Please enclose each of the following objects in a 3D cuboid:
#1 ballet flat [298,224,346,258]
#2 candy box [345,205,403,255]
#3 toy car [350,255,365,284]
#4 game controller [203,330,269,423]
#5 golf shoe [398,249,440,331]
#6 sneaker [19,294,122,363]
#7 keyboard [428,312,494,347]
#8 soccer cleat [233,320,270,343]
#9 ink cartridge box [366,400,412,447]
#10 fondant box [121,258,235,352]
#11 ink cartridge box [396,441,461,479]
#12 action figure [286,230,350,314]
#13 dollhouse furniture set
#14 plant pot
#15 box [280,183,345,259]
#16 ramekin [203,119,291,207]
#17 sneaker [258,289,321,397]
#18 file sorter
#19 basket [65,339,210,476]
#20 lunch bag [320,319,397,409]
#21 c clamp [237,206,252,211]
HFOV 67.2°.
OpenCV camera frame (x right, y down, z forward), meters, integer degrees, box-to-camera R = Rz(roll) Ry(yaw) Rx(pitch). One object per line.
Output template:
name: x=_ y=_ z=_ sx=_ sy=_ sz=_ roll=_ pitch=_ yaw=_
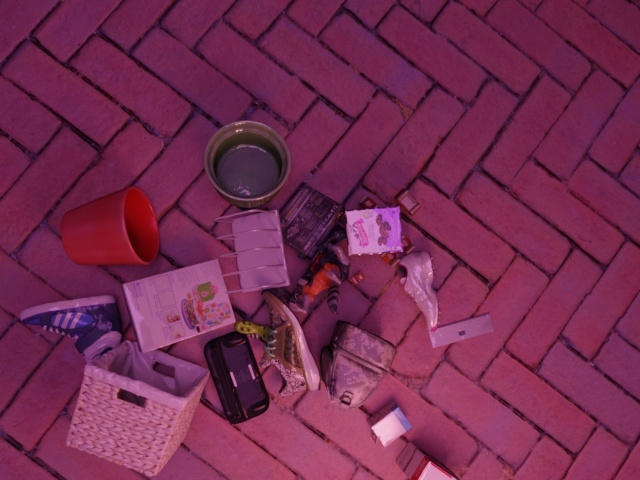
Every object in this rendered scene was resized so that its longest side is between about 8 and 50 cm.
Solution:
ballet flat: x=0.000 y=0.000 z=1.814 sx=0.203 sy=0.074 sz=0.074 roll=-27 pitch=88 yaw=-1
candy box: x=0.190 y=-0.034 z=1.729 sx=0.196 sy=0.070 sz=0.165 roll=-5 pitch=93 yaw=3
toy car: x=0.131 y=0.106 z=1.825 sx=0.060 sy=0.040 sz=0.122 roll=-19 pitch=88 yaw=-7
game controller: x=-0.303 y=0.496 z=1.753 sx=0.166 sy=0.067 sz=0.319 roll=-19 pitch=88 yaw=-21
golf shoe: x=0.372 y=0.193 z=1.817 sx=0.140 sy=0.115 sz=0.306 roll=-8 pitch=79 yaw=4
sneaker: x=-0.857 y=0.328 z=1.669 sx=0.322 sy=0.130 sz=0.236 roll=-9 pitch=82 yaw=-11
keyboard: x=0.544 y=0.348 z=1.861 sx=0.256 sy=0.014 sz=0.072 roll=-14 pitch=92 yaw=-6
soccer cleat: x=-0.233 y=0.334 z=1.767 sx=0.179 sy=0.072 sz=0.060 roll=26 pitch=70 yaw=-24
ink cartridge box: x=0.243 y=0.676 z=1.765 sx=0.143 sy=0.092 sz=0.090 roll=-34 pitch=89 yaw=-8
fondant box: x=-0.490 y=0.222 z=1.676 sx=0.330 sy=0.096 sz=0.238 roll=-15 pitch=87 yaw=-27
ink cartridge box: x=0.388 y=0.825 z=1.696 sx=0.172 sy=0.237 sz=0.100 roll=36 pitch=81 yaw=-2
action figure: x=0.007 y=0.158 z=1.695 sx=0.178 sy=0.330 sz=0.341 roll=35 pitch=115 yaw=4
dollhouse furniture set: x=0.257 y=-0.073 z=1.828 sx=0.259 sy=0.135 sz=0.262 roll=-43 pitch=90 yaw=4
plant pot: x=-0.726 y=-0.031 z=1.658 sx=0.243 sy=0.275 sz=0.275 roll=-10 pitch=87 yaw=3
box: x=-0.047 y=-0.071 z=1.778 sx=0.183 sy=0.056 sz=0.231 roll=32 pitch=82 yaw=26
ramekin: x=-0.262 y=-0.265 z=1.745 sx=0.303 sy=0.148 sz=0.304 roll=2 pitch=76 yaw=-8
sneaker: x=-0.143 y=0.375 z=1.701 sx=0.182 sy=0.158 sz=0.410 roll=-24 pitch=91 yaw=-16
file sorter: x=-0.247 y=0.042 z=1.699 sx=0.192 sy=0.173 sz=0.278 roll=-11 pitch=87 yaw=20
basket: x=-0.582 y=0.529 z=1.577 sx=0.328 sy=0.331 sz=0.267 roll=20 pitch=92 yaw=1
lunch bag: x=0.108 y=0.429 z=1.666 sx=0.212 sy=0.305 sz=0.256 roll=25 pitch=82 yaw=-2
c clamp: x=-0.283 y=-0.184 z=1.822 sx=0.160 sy=0.022 sz=0.137 roll=31 pitch=88 yaw=-4
